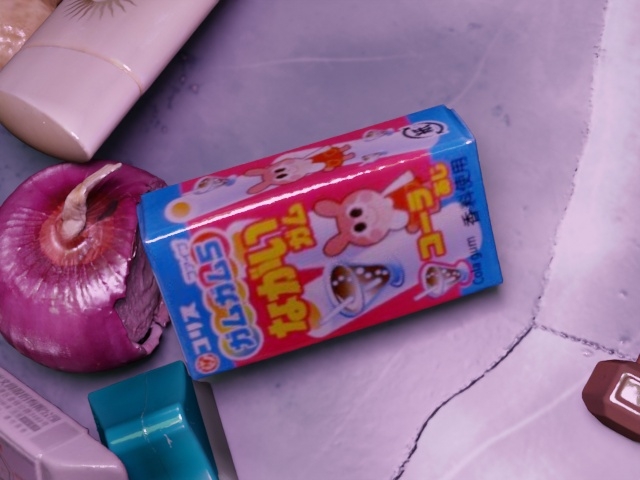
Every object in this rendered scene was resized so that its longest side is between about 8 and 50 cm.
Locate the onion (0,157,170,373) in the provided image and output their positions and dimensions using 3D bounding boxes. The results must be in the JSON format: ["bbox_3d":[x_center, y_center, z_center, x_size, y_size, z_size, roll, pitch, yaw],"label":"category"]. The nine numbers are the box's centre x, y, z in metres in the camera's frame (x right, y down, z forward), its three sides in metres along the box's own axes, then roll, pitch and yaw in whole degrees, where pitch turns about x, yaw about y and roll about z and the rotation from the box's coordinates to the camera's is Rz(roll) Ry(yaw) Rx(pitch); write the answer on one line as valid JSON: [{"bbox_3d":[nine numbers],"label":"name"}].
[{"bbox_3d":[-0.239,0.024,1.115,0.201,0.200,0.207,-4,91,11],"label":"onion"}]

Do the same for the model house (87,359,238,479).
[{"bbox_3d":[-0.149,0.187,1.058,0.100,0.149,0.127,-20,70,2],"label":"model house"}]

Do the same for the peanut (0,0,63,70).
[{"bbox_3d":[-0.330,-0.247,1.238,0.137,0.122,0.253,15,73,15],"label":"peanut"}]

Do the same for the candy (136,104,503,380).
[{"bbox_3d":[0.000,0.001,1.047,0.306,0.157,0.100,-16,28,-2],"label":"candy"}]

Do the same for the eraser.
[{"bbox_3d":[-0.303,0.175,1.076,0.061,0.089,0.352,-25,37,-38],"label":"eraser"}]

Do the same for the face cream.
[{"bbox_3d":[-0.199,-0.222,1.156,0.173,0.081,0.348,12,55,33],"label":"face cream"}]

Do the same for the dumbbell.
[{"bbox_3d":[0.323,0.070,1.028,0.092,0.082,0.231,29,82,17],"label":"dumbbell"}]
